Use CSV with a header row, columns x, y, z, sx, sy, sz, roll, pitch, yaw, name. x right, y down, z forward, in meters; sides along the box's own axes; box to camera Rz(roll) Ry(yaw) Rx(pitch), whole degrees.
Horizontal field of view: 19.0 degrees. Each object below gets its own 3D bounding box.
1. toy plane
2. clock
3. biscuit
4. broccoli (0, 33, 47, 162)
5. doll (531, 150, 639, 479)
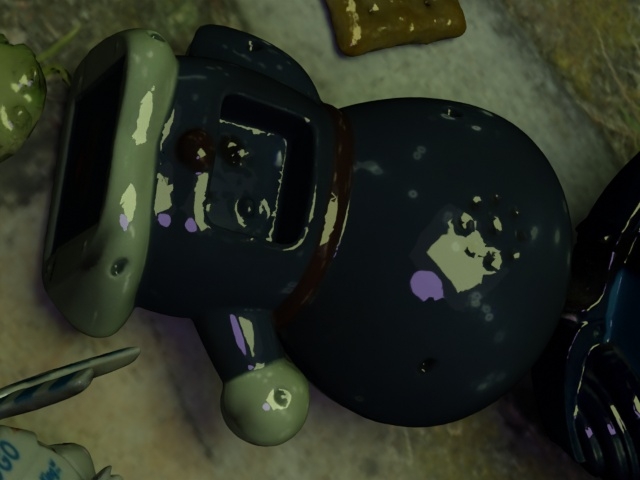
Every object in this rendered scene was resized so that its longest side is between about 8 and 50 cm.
x,y,z,sx,sy,sz,roll,pitch,yaw,name
-0.138,0.134,0.723,0.182,0.273,0.107,-33,102,4,toy plane
0.000,0.000,0.886,0.243,0.146,0.200,15,68,-19,clock
0.035,-0.141,1.013,0.083,0.018,0.081,-13,85,-32,biscuit
-0.206,0.015,0.678,0.177,0.275,0.198,39,72,-20,broccoli
0.258,0.071,0.973,0.284,0.240,0.310,-28,109,-9,doll
